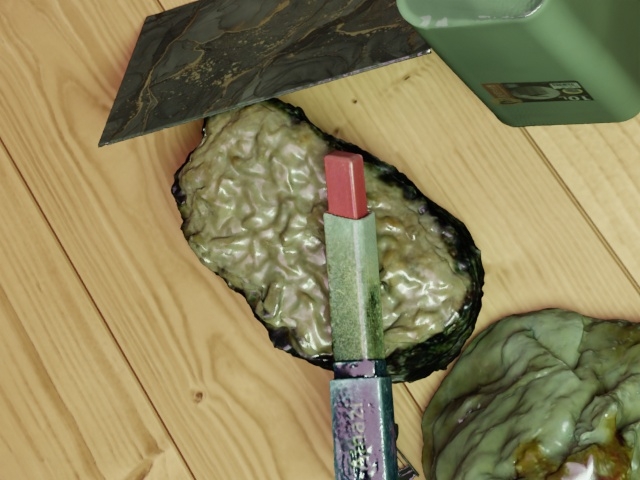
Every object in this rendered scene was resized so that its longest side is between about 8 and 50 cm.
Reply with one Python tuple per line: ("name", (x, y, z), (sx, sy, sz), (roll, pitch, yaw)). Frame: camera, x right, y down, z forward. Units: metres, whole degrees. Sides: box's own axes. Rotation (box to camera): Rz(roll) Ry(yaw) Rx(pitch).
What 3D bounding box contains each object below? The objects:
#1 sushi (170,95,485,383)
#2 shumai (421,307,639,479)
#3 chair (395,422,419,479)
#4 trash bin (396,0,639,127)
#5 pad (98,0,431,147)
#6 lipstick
("sushi", (0.000, 0.000, 1.492), (0.350, 0.171, 0.211), (43, 99, 20))
("shumai", (0.209, 0.191, 1.329), (0.309, 0.263, 0.304), (-34, 73, 14))
("chair", (0.065, 0.205, 1.511), (0.037, 0.042, 0.086), (-27, 109, 17))
("trash bin", (0.183, -0.246, 1.362), (0.158, 0.343, 0.223), (-1, 83, 24))
("pad", (-0.046, -0.216, 1.548), (0.367, 0.007, 0.248), (-13, 38, 20))
("lipstick", (0.033, 0.069, 1.355), (0.051, 0.051, 0.312), (-5, 84, 18))
